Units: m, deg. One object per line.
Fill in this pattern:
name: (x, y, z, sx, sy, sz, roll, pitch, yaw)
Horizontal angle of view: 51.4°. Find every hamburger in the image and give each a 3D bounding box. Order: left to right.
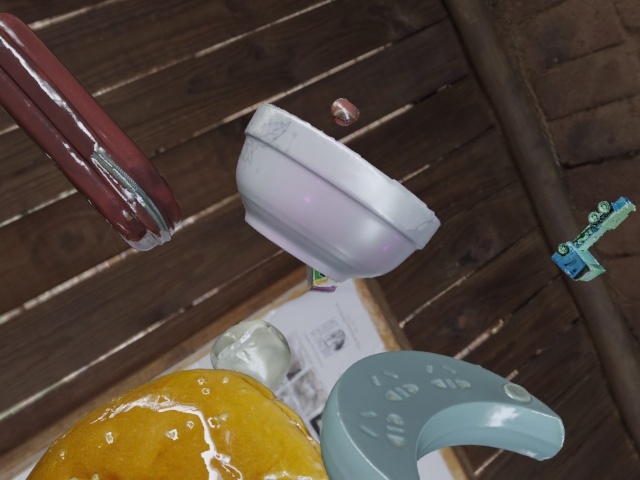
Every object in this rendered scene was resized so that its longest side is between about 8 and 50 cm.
hamburger: (-0.116, 0.260, 0.556, 0.290, 0.314, 0.170, 53, 179, 35)

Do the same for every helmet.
helmet: (0.063, -0.317, 1.699, 0.084, 0.049, 0.065, 34, 128, -28)

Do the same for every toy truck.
toy truck: (0.524, 0.001, 1.249, 0.175, 0.067, 0.081, -53, 50, 30)

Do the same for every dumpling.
dumpling: (-0.132, 0.223, 1.198, 0.132, 0.162, 0.250, 39, 156, 17)

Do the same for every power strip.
power strip: (0.099, 0.156, 0.569, 0.168, 0.253, 0.054, 33, 118, 33)

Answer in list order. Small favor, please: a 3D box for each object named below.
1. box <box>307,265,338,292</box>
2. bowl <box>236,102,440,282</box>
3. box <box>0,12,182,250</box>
box: (0.000, 0.000, 1.263, 0.041, 0.050, 0.207, 121, 150, -60)
bowl: (0.003, -0.044, 0.888, 0.287, 0.143, 0.287, 33, 180, 0)
box: (-0.362, -0.154, 0.991, 0.404, 0.108, 0.263, 47, 169, 5)
